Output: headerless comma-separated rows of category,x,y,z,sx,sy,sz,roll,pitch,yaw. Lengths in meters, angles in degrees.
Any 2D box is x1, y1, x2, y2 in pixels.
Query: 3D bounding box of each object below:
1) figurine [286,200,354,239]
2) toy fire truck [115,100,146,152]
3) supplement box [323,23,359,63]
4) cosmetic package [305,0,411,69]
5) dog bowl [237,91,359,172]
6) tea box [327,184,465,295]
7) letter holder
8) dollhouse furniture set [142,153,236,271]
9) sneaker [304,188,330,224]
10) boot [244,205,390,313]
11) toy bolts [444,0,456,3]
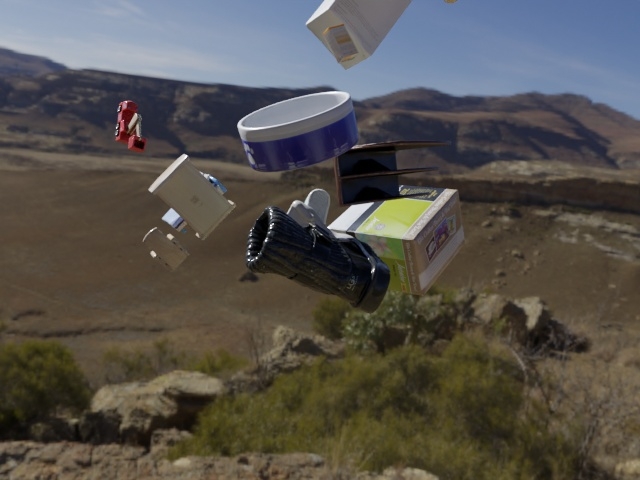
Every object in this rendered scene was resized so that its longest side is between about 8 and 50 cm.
figurine,0.000,0.000,1.681,0.209,0.092,0.215,28,-18,1
toy fire truck,-0.628,-0.380,2.158,0.135,0.192,0.047,-9,-16,44
supplement box,0.058,-0.563,1.860,0.062,0.098,0.036,-26,-2,-33
cosmetic package,0.153,-0.795,2.179,0.217,0.385,0.156,44,-25,-21
dog bowl,-0.049,-0.251,1.483,0.265,0.104,0.265,-13,23,6
tea box,0.259,-0.016,2.152,0.324,0.220,0.329,8,36,37
letter holder,0.209,-0.182,1.720,0.214,0.152,0.302,-4,5,36
dollhouse furniture set,-0.434,-0.111,1.867,0.198,0.286,0.303,48,-10,-28
sneaker,-0.035,-0.007,1.867,0.094,0.255,0.151,18,-17,-3
boot,-0.025,0.026,1.305,0.260,0.131,0.348,21,0,-13
toy bolts,0.366,-0.806,1.903,0.228,0.158,0.218,14,42,-42
